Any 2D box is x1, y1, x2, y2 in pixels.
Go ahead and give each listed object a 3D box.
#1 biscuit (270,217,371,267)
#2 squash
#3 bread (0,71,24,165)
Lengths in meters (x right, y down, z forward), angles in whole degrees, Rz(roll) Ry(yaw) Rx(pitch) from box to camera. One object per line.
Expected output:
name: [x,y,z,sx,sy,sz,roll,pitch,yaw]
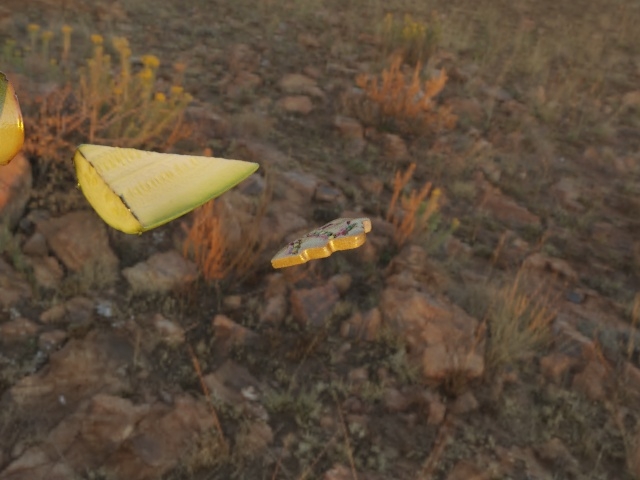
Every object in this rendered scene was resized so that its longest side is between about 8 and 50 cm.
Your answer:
biscuit: [0.000,0.000,1.781,0.239,0.041,0.212,-22,16,-7]
squash: [-0.287,-0.126,1.485,0.203,0.111,0.289,49,51,4]
bread: [-0.517,-0.186,1.262,0.125,0.156,0.086,22,26,40]
